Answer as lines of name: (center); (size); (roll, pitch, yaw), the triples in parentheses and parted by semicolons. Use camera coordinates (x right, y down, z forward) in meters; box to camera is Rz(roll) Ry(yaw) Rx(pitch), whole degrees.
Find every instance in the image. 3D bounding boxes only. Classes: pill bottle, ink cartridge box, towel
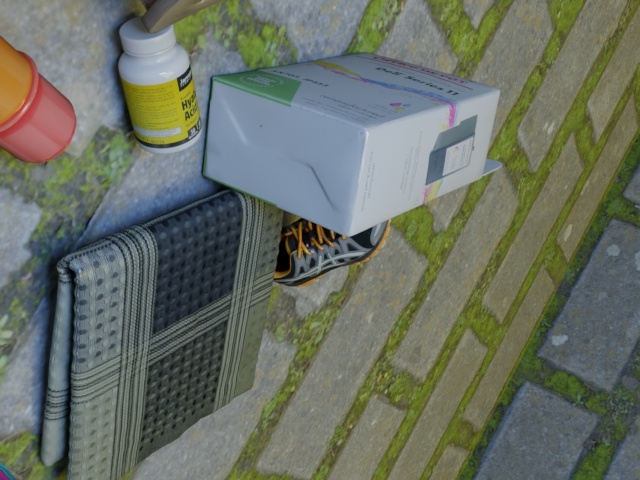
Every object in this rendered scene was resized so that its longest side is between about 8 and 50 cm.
pill bottle: (-0.148, -0.143, 0.782); (0.065, 0.065, 0.116); (-43, 144, -33)
ink cartridge box: (0.063, -0.131, 0.984); (0.353, 0.207, 0.119); (-23, 129, -49)
towel: (-0.167, 0.101, 0.945); (0.312, 0.056, 0.324); (-29, 138, -48)

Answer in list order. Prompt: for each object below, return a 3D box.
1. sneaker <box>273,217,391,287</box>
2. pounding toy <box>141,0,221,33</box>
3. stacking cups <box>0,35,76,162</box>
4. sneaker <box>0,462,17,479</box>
sneaker: (0.000, 0.000, 1.037); (0.083, 0.084, 0.215); (3, 149, -46)
pounding toy: (-0.072, -0.303, 0.752); (0.269, 0.155, 0.154); (-33, -177, -24)
stacking cups: (-0.268, -0.143, 0.557); (0.096, 0.096, 0.316); (-60, 150, -8)
sneaker: (-0.340, 0.282, 0.757); (0.178, 0.123, 0.296); (-31, 137, -30)
